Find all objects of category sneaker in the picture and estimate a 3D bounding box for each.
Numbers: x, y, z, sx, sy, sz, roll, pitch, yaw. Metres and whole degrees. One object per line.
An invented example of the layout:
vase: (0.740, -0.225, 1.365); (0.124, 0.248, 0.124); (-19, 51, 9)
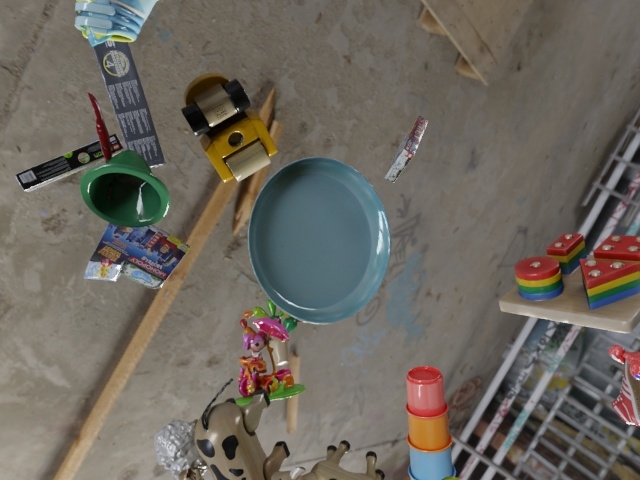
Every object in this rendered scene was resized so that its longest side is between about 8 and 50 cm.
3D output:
sneaker: (0.522, 0.251, 0.836); (0.067, 0.042, 0.119); (96, -2, -70)
sneaker: (-0.502, -0.536, 1.032); (0.318, 0.127, 0.208); (22, 89, -38)

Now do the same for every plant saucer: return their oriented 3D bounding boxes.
plant saucer: (0.000, 0.000, 0.961); (0.317, 0.043, 0.318); (2, 85, -30)

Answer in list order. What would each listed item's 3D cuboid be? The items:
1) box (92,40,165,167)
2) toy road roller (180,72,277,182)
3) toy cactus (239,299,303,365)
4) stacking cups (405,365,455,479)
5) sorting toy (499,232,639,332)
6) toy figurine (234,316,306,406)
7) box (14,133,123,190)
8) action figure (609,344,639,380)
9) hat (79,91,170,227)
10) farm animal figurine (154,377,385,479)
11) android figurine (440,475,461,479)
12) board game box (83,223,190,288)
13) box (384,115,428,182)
box: (-0.536, -0.405, 1.369); (0.097, 0.318, 0.395); (-17, 109, -13)
toy road roller: (-0.307, -0.378, 1.599); (0.202, 0.241, 0.330); (-31, 132, -4)
toy cactus: (-0.118, 0.246, 1.333); (0.218, 0.181, 0.112); (-23, 152, 16)
stacking cups: (0.194, 0.382, 0.891); (0.096, 0.096, 0.317); (-13, 99, -42)
sorting toy: (0.542, 0.067, 1.022); (0.255, 0.257, 0.090); (-29, 110, -33)
toy figurine: (-0.120, 0.239, 1.018); (0.173, 0.130, 0.160); (-3, 83, -44)
box: (-0.525, -0.163, 1.047); (0.206, 0.114, 0.036); (-30, 106, -21)
action figure: (0.295, 0.129, 0.413); (0.038, 0.115, 0.030); (-16, 139, -39)
hat: (-0.394, -0.161, 1.032); (0.172, 0.184, 0.209); (1, 141, -9)
farm animal figurine: (-0.094, 0.389, 0.794); (0.330, 0.327, 0.172); (-37, 178, 22)
android figurine: (0.130, 0.392, 0.518); (0.272, 0.056, 0.249); (4, 80, -47)
board game box: (-0.422, 0.035, 1.109); (0.060, 0.194, 0.194); (-56, -173, 34)
box: (0.190, -0.202, 1.098); (0.137, 0.027, 0.094); (-62, -178, -40)
